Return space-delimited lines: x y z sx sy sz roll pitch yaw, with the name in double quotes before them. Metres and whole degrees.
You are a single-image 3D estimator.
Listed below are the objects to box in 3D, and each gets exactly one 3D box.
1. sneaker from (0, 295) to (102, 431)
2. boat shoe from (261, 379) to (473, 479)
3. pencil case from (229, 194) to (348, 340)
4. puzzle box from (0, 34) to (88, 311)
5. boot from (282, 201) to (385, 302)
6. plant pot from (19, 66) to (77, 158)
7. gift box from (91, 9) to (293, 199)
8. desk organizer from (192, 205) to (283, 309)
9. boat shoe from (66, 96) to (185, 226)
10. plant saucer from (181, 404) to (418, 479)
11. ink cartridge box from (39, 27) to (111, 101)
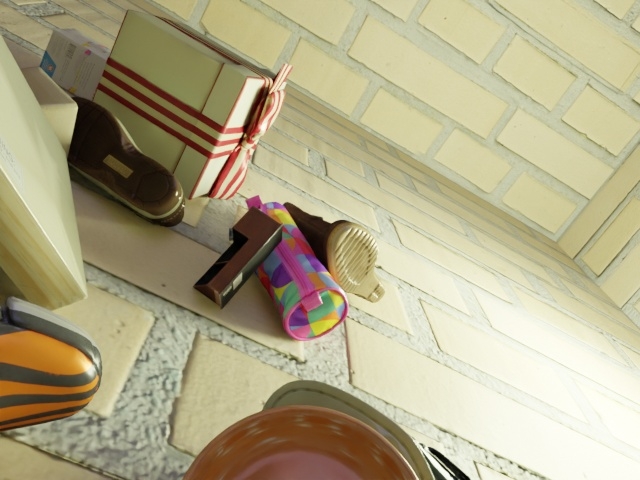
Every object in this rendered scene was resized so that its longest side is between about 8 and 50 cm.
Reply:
"sneaker" -0.277 0.120 0.296 0.321 0.125 0.180 6 36 -31
"boat shoe" 0.088 0.255 0.514 0.340 0.127 0.113 31 -11 17
"pencil case" -0.050 0.036 0.826 0.104 0.104 0.236 15 26 -40
"puzzle box" -0.325 -0.158 0.502 0.052 0.409 0.272 -21 46 -10
"boot" 0.000 0.000 0.916 0.207 0.090 0.248 39 -10 29
"plant pot" -0.403 -0.158 0.757 0.109 0.109 0.096 41 33 23
"gift box" -0.206 -0.241 1.014 0.258 0.255 0.276 32 24 4
"desk organizer" -0.107 0.020 0.745 0.050 0.047 0.130 33 62 12
"boat shoe" -0.296 -0.105 0.832 0.257 0.095 0.095 43 -14 19
"plant saucer" -0.013 0.223 0.424 0.200 0.037 0.200 7 49 -8
"ink cartridge box" -0.441 -0.326 1.094 0.143 0.092 0.090 30 19 -10
